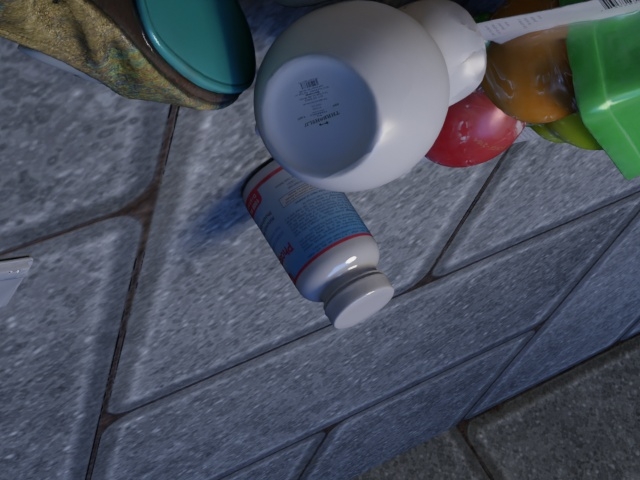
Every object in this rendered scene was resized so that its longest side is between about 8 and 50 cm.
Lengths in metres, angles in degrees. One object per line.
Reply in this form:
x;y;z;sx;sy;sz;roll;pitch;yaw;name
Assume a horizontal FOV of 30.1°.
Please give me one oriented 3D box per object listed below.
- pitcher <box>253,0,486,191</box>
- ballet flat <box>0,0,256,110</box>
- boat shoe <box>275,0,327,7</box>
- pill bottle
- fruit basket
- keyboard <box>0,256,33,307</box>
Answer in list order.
0.013;-0.101;0.844;0.177;0.125;0.207;-20;-170;26;pitcher
-0.147;-0.147;0.669;0.123;0.123;0.348;-37;163;10;ballet flat
0.027;-0.190;0.806;0.142;0.049;0.040;-29;160;-15;boat shoe
0.000;0.000;1.118;0.087;0.160;0.087;-28;158;-12;pill bottle
0.174;-0.148;1.053;0.353;0.165;0.327;-5;168;24;fruit basket
-0.351;0.052;0.950;0.256;0.014;0.072;-9;154;-46;keyboard
